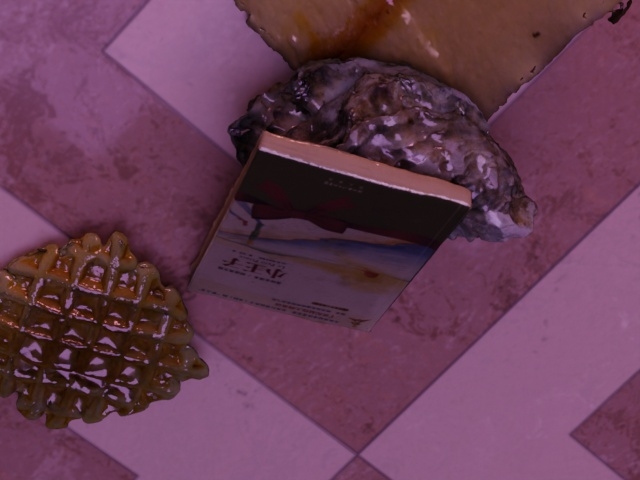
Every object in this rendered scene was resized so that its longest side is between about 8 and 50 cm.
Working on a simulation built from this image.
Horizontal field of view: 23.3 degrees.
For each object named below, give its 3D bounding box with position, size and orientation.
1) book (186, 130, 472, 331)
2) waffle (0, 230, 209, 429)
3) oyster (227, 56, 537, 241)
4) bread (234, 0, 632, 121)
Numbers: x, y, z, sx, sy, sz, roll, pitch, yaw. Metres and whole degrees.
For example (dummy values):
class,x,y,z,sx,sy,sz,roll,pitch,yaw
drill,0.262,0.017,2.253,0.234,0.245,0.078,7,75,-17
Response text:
class,x,y,z,sx,sy,sz,roll,pitch,yaw
book,0.000,0.000,1.446,0.201,0.026,0.289,14,150,-10
waffle,-0.234,0.093,1.535,0.214,0.054,0.208,-23,120,9
oyster,0.056,-0.075,1.426,0.267,0.112,0.198,-1,134,18
bread,0.081,-0.245,1.339,0.345,0.242,0.405,33,103,-19
